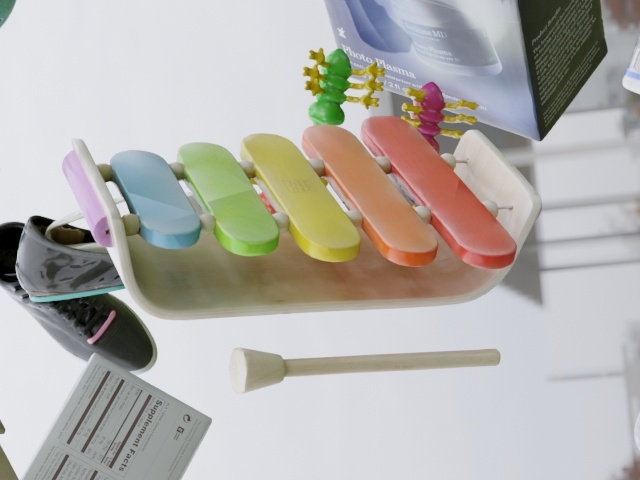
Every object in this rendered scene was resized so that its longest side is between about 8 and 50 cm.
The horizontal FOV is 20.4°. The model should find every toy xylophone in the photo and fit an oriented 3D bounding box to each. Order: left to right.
[{"bbox_3d":[0.000,0.000,1.181,0.236,0.323,0.081,46,135,48],"label":"toy xylophone"}]

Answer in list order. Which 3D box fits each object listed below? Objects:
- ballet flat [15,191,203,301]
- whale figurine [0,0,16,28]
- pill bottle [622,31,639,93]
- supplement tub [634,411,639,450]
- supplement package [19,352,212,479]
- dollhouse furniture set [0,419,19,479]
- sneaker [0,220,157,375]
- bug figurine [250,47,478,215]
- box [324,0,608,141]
[{"bbox_3d":[-0.156,0.005,1.702,0.095,0.280,0.096,-84,-9,-75],"label":"ballet flat"},{"bbox_3d":[-0.455,-0.262,2.032,0.272,0.141,0.216,-45,-6,-30],"label":"whale figurine"},{"bbox_3d":[0.288,-0.169,1.353,0.078,0.078,0.137,-21,-49,-77],"label":"pill bottle"},{"bbox_3d":[0.483,0.250,2.141,0.117,0.190,0.117,-22,-53,-33],"label":"supplement tub"},{"bbox_3d":[-0.243,0.265,1.901,0.204,0.145,0.262,-62,4,-20],"label":"supplement package"},{"bbox_3d":[-0.485,0.346,2.106,0.286,0.303,0.198,49,128,42],"label":"dollhouse furniture set"},{"bbox_3d":[-0.348,0.081,2.399,0.104,0.296,0.147,-51,-3,-7],"label":"sneaker"},{"bbox_3d":[0.052,-0.087,1.936,0.072,0.279,0.216,-175,100,-71],"label":"bug figurine"},{"bbox_3d":[0.158,-0.309,2.099,0.182,0.296,0.294,-52,-34,-27],"label":"box"}]
